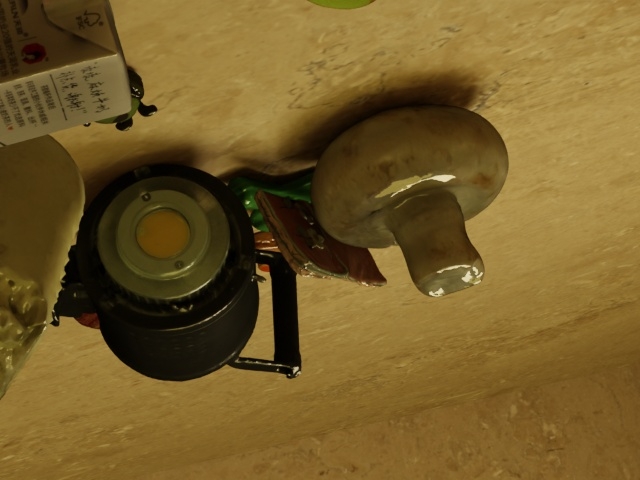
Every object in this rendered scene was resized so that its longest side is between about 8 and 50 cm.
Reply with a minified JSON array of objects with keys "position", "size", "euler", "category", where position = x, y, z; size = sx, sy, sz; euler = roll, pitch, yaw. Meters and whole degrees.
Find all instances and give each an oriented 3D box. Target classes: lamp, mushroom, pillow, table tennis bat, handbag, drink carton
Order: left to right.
[{"position":[-0.278,-0.145,1.307],"size":[0.222,0.102,0.134],"euler":[-15,162,-6],"category":"drink carton"},{"position":[-0.214,-0.138,1.486],"size":[0.072,0.047,0.111],"euler":[-27,163,28],"category":"handbag"},{"position":[-0.164,0.039,1.810],"size":[0.374,0.205,0.272],"euler":[5,158,-19],"category":"lamp"},{"position":[-0.038,-0.054,1.970],"size":[0.160,0.039,0.257],"euler":[-31,163,26],"category":"table tennis bat"},{"position":[0.000,0.000,1.900],"size":[0.043,0.126,0.232],"euler":[-37,158,20],"category":"pillow"},{"position":[0.115,-0.040,1.831],"size":[0.243,0.243,0.243],"euler":[-16,164,-5],"category":"mushroom"}]

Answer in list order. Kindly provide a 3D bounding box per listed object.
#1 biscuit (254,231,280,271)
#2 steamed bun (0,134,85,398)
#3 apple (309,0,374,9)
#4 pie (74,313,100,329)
[{"position":[0.019,-0.011,2.167],"size":[0.250,0.036,0.165],"euler":[-20,165,8],"category":"biscuit"},{"position":[-0.385,0.000,1.460],"size":[0.272,0.273,0.290],"euler":[29,145,-22],"category":"steamed bun"},{"position":[0.014,-0.248,1.269],"size":[0.114,0.099,0.102],"euler":[3,169,30],"category":"apple"},{"position":[-0.259,0.083,2.169],"size":[0.182,0.049,0.182],"euler":[-14,162,-5],"category":"pie"}]
